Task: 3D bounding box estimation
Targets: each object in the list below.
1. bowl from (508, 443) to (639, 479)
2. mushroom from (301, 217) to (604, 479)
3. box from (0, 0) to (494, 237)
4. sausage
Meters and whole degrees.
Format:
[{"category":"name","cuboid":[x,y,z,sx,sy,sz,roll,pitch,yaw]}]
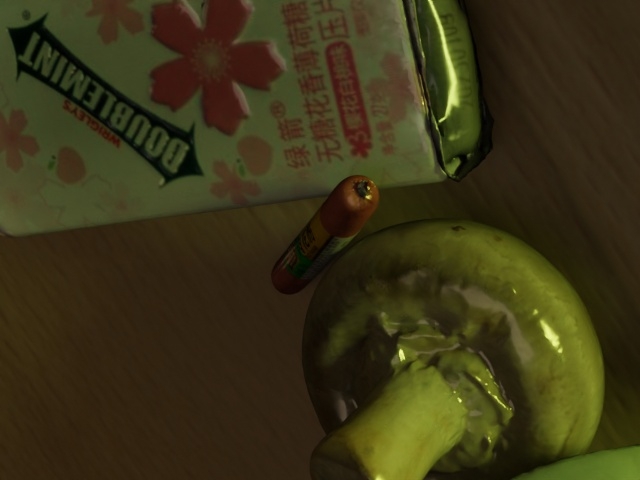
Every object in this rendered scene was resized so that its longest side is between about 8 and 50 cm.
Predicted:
[{"category":"bowl","cuboid":[0.191,0.279,0.741,0.307,0.163,0.307,-2,131,-2]},{"category":"mushroom","cuboid":[0.067,0.097,0.778,0.207,0.215,0.207,16,122,27]},{"category":"box","cuboid":[-0.077,-0.113,0.826,0.370,0.112,0.190,-7,107,28]},{"category":"sausage","cuboid":[0.000,0.000,0.815,0.029,0.029,0.223,47,157,3]}]
